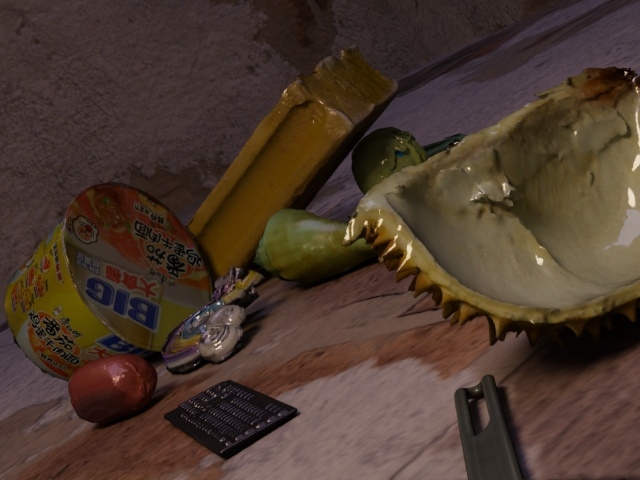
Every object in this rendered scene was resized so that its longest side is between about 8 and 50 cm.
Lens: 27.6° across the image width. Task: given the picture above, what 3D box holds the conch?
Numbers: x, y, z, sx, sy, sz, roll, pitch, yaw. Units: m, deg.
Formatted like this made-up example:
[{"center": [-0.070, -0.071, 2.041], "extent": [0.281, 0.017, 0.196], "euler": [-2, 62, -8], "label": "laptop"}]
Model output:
[{"center": [-0.002, 0.004, 1.338], "extent": [0.201, 0.079, 0.095], "euler": [-1, 10, 35], "label": "conch"}]

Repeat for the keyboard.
[{"center": [-0.073, 0.133, 0.994], "extent": [0.067, 0.011, 0.202], "euler": [-30, 8, -15], "label": "keyboard"}]

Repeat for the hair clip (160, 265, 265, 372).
[{"center": [-0.105, 0.086, 1.302], "extent": [0.116, 0.049, 0.172], "euler": [-39, 10, 29], "label": "hair clip"}]

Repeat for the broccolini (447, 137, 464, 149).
[{"center": [0.206, -0.098, 1.302], "extent": [0.203, 0.068, 0.091], "euler": [-24, -10, 23], "label": "broccolini"}]

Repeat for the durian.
[{"center": [0.140, -0.014, 0.744], "extent": [0.252, 0.139, 0.144], "euler": [-30, 12, -12], "label": "durian"}]

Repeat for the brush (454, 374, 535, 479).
[{"center": [0.078, 0.102, 0.617], "extent": [0.062, 0.027, 0.266], "euler": [-27, 8, 7], "label": "brush"}]

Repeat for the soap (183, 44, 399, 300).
[{"center": [-0.050, -0.072, 1.521], "extent": [0.315, 0.091, 0.199], "euler": [-52, -5, 28], "label": "soap"}]

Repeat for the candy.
[{"center": [0.130, -0.107, 1.614], "extent": [0.093, 0.092, 0.335], "euler": [5, 13, 24], "label": "candy"}]

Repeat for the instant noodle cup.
[{"center": [-0.237, 0.059, 1.433], "extent": [0.153, 0.205, 0.205], "euler": [-35, 2, 37], "label": "instant noodle cup"}]

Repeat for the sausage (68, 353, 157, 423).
[{"center": [-0.194, 0.137, 1.205], "extent": [0.094, 0.059, 0.054], "euler": [-19, 31, 35], "label": "sausage"}]
